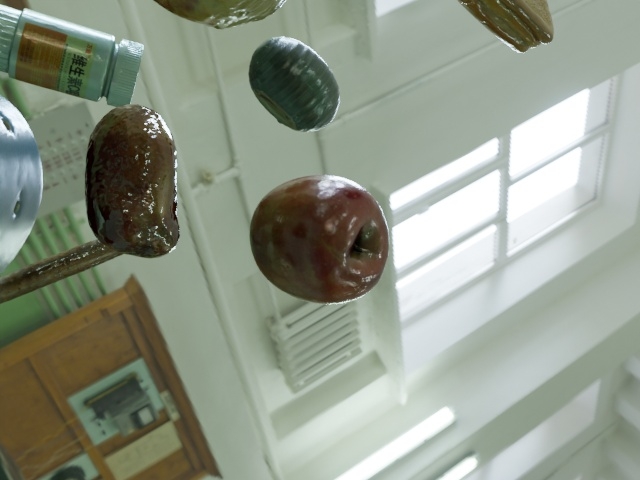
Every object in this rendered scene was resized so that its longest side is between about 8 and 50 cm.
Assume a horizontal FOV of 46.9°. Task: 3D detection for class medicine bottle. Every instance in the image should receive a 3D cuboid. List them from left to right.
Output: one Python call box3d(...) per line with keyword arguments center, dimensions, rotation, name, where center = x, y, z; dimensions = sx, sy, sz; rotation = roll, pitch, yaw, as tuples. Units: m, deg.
box3d(center=(-0.568, -0.407, 1.640), dimensions=(0.158, 0.318, 0.158), rotation=(-166, -90, -72), name="medicine bottle")

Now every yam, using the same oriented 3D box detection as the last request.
box3d(center=(-0.427, 0.038, 1.253), dimensions=(0.046, 0.264, 0.046), rotation=(50, -27, 36), name="yam")

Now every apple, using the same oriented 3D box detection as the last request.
box3d(center=(0.000, 0.000, 1.017), dimensions=(0.169, 0.181, 0.180), rotation=(1, -61, 46), name="apple")

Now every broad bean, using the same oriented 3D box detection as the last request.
box3d(center=(-0.187, -0.062, 0.728), dimensions=(0.084, 0.114, 0.165), rotation=(31, 49, -56), name="broad bean")

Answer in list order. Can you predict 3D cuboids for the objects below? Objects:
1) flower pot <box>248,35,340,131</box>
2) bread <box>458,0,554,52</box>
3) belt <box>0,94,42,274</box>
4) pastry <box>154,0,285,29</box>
box3d(center=(-0.063, -0.364, 1.740), dimensions=(0.243, 0.157, 0.189), rotation=(43, -14, -20), name="flower pot")
box3d(center=(0.247, -0.343, 1.017), dimensions=(0.077, 0.200, 0.115), rotation=(-32, -129, 33), name="bread")
box3d(center=(-0.557, -0.027, 0.906), dimensions=(0.300, 0.437, 0.173), rotation=(51, 4, -4), name="belt")
box3d(center=(-0.207, -0.570, 1.343), dimensions=(0.313, 0.388, 0.388), rotation=(-22, -82, 31), name="pastry")
